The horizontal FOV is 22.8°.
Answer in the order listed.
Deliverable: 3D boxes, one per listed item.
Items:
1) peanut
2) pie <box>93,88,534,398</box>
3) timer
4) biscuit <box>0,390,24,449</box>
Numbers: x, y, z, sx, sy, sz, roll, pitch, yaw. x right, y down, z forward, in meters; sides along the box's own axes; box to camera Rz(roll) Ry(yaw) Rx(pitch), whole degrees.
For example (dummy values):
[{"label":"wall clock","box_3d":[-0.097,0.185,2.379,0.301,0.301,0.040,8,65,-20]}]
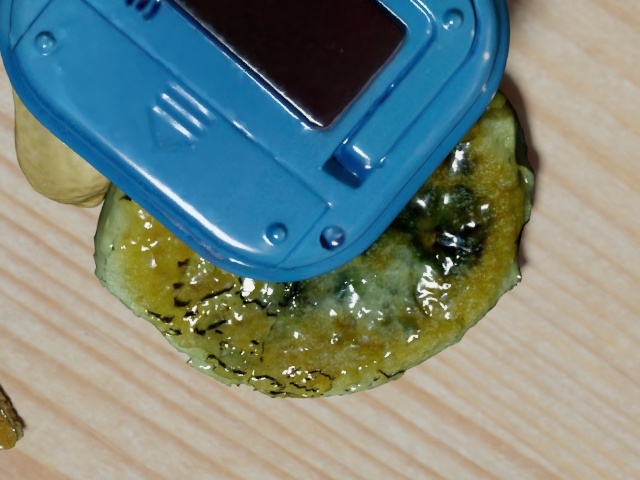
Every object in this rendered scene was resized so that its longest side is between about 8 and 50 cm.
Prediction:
[{"label":"peanut","box_3d":[-0.201,-0.134,1.308,0.122,0.137,0.253,-12,120,-20]},{"label":"pie","box_3d":[0.000,0.000,1.315,0.371,0.078,0.296,-17,120,4]},{"label":"timer","box_3d":[-0.048,-0.155,1.167,0.340,0.115,0.309,40,90,-5]},{"label":"biscuit","box_3d":[-0.393,0.123,1.533,0.131,0.025,0.231,-24,108,24]}]
